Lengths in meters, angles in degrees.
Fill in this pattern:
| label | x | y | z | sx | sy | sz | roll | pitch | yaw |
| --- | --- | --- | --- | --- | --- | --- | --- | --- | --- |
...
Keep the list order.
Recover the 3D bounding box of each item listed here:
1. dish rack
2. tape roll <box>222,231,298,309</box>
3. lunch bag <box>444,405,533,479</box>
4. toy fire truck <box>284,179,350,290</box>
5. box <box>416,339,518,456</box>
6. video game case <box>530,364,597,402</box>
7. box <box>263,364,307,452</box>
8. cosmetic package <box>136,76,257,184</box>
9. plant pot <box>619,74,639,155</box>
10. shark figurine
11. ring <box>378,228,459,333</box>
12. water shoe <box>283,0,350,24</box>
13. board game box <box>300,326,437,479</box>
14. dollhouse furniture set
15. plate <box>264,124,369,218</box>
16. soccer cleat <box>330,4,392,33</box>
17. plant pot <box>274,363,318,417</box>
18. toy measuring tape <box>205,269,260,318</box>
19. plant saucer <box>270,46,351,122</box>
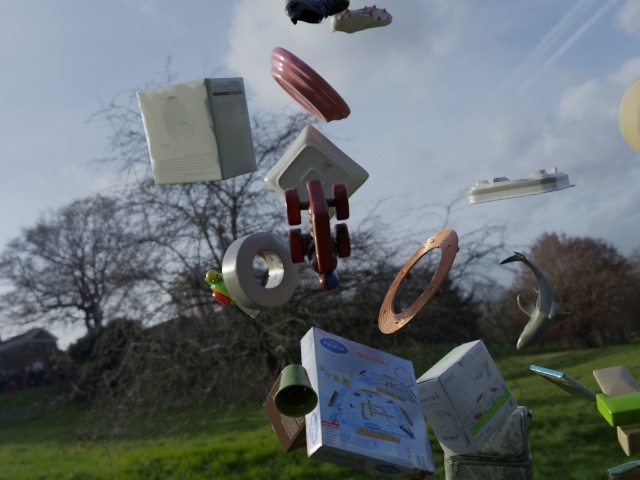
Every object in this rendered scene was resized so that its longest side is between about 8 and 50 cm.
| label | x | y | z | sx | sy | sz | roll | pitch | yaw |
| --- | --- | --- | --- | --- | --- | --- | --- | --- | --- |
| dish rack | 0.609 | -0.169 | 1.850 | 0.285 | 0.073 | 0.332 | -7 | 4 | 31 |
| tape roll | -0.169 | 0.086 | 1.730 | 0.219 | 0.219 | 0.072 | -8 | -5 | -44 |
| lunch bag | 0.552 | 0.675 | 2.025 | 0.304 | 0.256 | 0.212 | -2 | 1 | 17 |
| toy fire truck | 0.000 | 0.000 | 1.597 | 0.169 | 0.302 | 0.254 | -5 | 32 | -1 |
| box | 0.425 | 0.455 | 1.773 | 0.261 | 0.231 | 0.126 | -25 | -6 | -44 |
| video game case | 0.653 | 0.380 | 1.600 | 0.166 | 0.015 | 0.119 | 32 | -11 | -19 |
| box | -0.038 | 0.476 | 1.755 | 0.166 | 0.169 | 0.203 | -10 | -37 | -34 |
| cosmetic package | -0.288 | -0.256 | 1.429 | 0.223 | 0.225 | 0.138 | 0 | 14 | 32 |
| plant pot | 0.723 | -0.258 | 1.212 | 0.284 | 0.284 | 0.190 | -11 | 19 | -34 |
| shark figurine | 0.597 | 0.150 | 1.626 | 0.166 | 0.279 | 0.116 | -11 | 4 | 2 |
| ring | 0.270 | 0.114 | 1.648 | 0.337 | 0.032 | 0.336 | -55 | 8 | 12 |
| water shoe | -0.004 | -0.625 | 1.660 | 0.203 | 0.080 | 0.073 | -13 | -20 | -24 |
| board game box | 0.108 | 0.392 | 1.446 | 0.318 | 0.318 | 0.066 | 24 | -54 | -24 |
| dollhouse furniture set | 0.635 | 0.384 | 1.163 | 0.197 | 0.302 | 0.151 | -12 | 22 | 11 |
| plate | -0.019 | -0.211 | 2.091 | 0.278 | 0.277 | 0.045 | -47 | 8 | 27 |
| soccer cleat | 0.121 | -0.662 | 1.824 | 0.196 | 0.068 | 0.076 | -7 | -25 | -18 |
| plant pot | -0.049 | 0.282 | 1.168 | 0.083 | 0.083 | 0.079 | -21 | 29 | 6 |
| toy measuring tape | -0.293 | 0.204 | 2.167 | 0.121 | 0.122 | 0.330 | -23 | -44 | 18 |
| plant saucer | -0.047 | -0.504 | 2.019 | 0.084 | 0.332 | 0.332 | -49 | -14 | 2 |
